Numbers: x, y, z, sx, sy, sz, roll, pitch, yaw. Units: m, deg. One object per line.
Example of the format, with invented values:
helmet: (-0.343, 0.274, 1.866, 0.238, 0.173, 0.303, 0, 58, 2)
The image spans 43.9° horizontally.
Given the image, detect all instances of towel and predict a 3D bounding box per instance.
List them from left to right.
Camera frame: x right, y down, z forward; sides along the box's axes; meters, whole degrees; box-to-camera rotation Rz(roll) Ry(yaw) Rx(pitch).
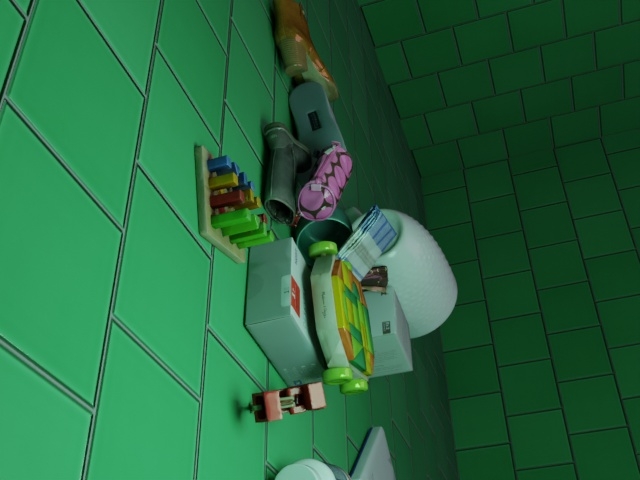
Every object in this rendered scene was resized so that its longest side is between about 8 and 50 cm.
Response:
towel: (0.065, 0.067, 1.754, 0.034, 0.285, 0.209, 36, -4, 23)

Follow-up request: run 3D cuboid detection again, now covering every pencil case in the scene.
pencil case: (0.010, -0.129, 1.701, 0.209, 0.095, 0.098, -71, 174, -56)

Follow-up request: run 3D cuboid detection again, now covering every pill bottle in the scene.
pill bottle: (-0.014, 0.432, 1.365, 0.180, 0.108, 0.108, 49, 32, -62)

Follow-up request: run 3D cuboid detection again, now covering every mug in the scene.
mug: (-0.002, -0.008, 1.780, 0.129, 0.157, 0.097, 45, 18, -25)
mug: (0.178, 0.047, 2.203, 0.374, 0.276, 0.328, 49, -4, 42)

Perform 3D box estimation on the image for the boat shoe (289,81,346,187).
boat shoe: (0.000, -0.214, 1.957, 0.156, 0.135, 0.367, 64, 10, -52)

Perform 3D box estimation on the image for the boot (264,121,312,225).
boot: (-0.067, -0.127, 1.700, 0.189, 0.076, 0.208, 39, 34, -52)

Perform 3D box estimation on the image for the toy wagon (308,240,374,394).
toy wagon: (0.051, 0.163, 1.561, 0.344, 0.068, 0.267, 49, 32, -64)

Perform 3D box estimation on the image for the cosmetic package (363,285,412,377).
cosmetic package: (0.140, 0.239, 2.038, 0.184, 0.151, 0.151, 64, 19, -44)

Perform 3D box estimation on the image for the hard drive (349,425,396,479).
hard drive: (0.133, 0.609, 1.924, 0.318, 0.040, 0.210, -32, 110, -75)

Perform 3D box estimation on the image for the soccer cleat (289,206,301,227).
soccer cleat: (-0.050, -0.062, 1.730, 0.029, 0.083, 0.036, 7, 50, -29)

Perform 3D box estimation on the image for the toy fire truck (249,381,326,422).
toy fire truck: (-0.066, 0.269, 1.317, 0.192, 0.135, 0.047, 150, -68, -63)

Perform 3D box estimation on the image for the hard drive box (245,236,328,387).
hard drive box: (-0.056, 0.140, 1.486, 0.232, 0.089, 0.181, 62, 20, -47)

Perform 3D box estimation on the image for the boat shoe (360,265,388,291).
boat shoe: (0.082, 0.085, 1.940, 0.207, 0.073, 0.073, 6, 92, -41)

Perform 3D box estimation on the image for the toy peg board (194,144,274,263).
toy peg board: (-0.140, -0.064, 1.348, 0.161, 0.079, 0.161, 48, 32, -64)

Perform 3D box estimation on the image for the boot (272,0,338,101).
boot: (-0.037, -0.496, 2.069, 0.295, 0.104, 0.211, 31, 49, -66)
